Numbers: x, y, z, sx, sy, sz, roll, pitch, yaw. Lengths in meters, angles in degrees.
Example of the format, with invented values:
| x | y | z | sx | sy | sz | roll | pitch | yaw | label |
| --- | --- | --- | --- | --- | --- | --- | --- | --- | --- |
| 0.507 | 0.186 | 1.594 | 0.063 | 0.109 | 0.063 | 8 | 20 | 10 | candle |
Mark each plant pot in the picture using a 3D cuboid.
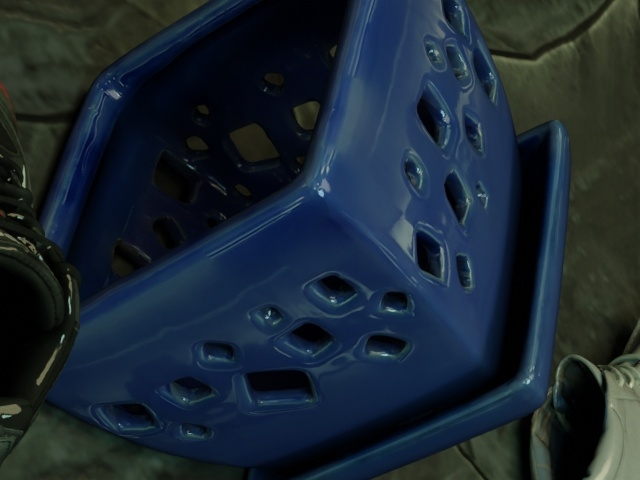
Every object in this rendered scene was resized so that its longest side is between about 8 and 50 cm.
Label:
| x | y | z | sx | sy | sz | roll | pitch | yaw | label |
| --- | --- | --- | --- | --- | --- | --- | --- | --- | --- |
| 0.000 | 0.000 | 1.064 | 0.212 | 0.236 | 0.236 | 42 | 39 | -28 | plant pot |

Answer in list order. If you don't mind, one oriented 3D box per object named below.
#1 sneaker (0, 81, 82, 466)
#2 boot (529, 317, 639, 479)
| x | y | z | sx | sy | sz | roll | pitch | yaw | label |
| --- | --- | --- | --- | --- | --- | --- | --- | --- | --- |
| -0.169 | 0.008 | 0.945 | 0.098 | 0.135 | 0.276 | 27 | 45 | -30 | sneaker |
| 0.208 | 0.105 | 1.309 | 0.123 | 0.095 | 0.258 | 43 | 40 | -26 | boot |
